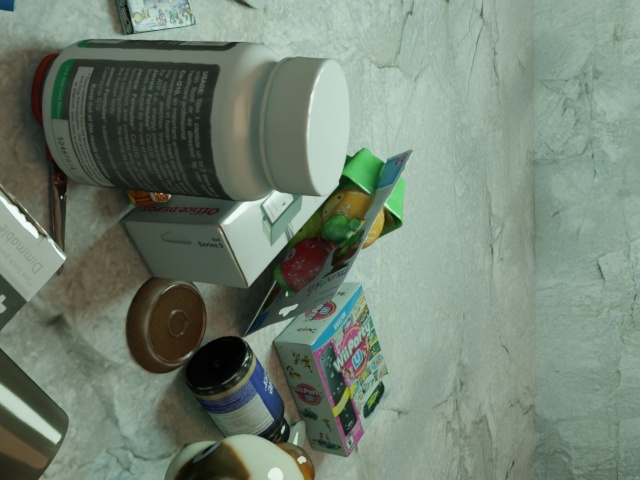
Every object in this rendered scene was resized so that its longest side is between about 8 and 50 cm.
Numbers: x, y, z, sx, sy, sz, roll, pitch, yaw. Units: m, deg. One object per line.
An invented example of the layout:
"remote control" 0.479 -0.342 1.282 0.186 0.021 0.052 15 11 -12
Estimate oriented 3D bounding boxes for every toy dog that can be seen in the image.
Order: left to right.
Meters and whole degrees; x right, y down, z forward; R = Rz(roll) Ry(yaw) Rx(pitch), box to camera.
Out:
"toy dog" -0.144 0.480 0.978 0.285 0.395 0.407 -2 102 -46

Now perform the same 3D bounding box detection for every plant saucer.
"plant saucer" -0.242 0.135 1.115 0.168 0.029 0.168 -5 96 -54

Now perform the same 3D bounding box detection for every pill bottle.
"pill bottle" -0.157 -0.158 0.897 0.204 0.361 0.204 7 90 -72
"pill bottle" -0.137 0.282 1.193 0.122 0.123 0.219 -56 135 -37

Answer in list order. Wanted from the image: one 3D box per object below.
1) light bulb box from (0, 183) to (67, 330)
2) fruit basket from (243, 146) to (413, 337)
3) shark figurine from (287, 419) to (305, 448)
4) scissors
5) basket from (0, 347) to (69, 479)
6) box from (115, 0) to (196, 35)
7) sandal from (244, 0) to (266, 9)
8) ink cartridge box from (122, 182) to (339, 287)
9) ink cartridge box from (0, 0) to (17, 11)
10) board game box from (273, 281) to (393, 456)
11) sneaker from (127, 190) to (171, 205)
"light bulb box" -0.460 -0.038 0.497 0.225 0.361 0.357 -59 136 -35
"fruit basket" 0.000 0.000 1.243 0.165 0.327 0.353 44 56 -12
"shark figurine" -0.056 0.513 1.335 0.166 0.116 0.278 -6 95 -54
"scissors" -0.367 -0.106 0.932 0.109 0.021 0.297 25 73 -56
"basket" -0.400 0.175 0.725 0.227 0.154 0.204 47 37 -26
"box" -0.259 -0.376 1.062 0.137 0.027 0.093 -32 117 -50
"sandal" -0.161 -0.473 1.170 0.265 0.076 0.101 20 90 -75
"ink cartridge box" -0.137 -0.062 1.097 0.289 0.211 0.121 -50 131 -40
"ink cartridge box" -0.428 -0.359 0.602 0.308 0.129 0.223 4 83 -25
"board game box" 0.037 0.274 1.468 0.224 0.098 0.303 -46 127 -44
"sneaker" -0.250 -0.116 1.066 0.175 0.068 0.064 -67 146 -53
